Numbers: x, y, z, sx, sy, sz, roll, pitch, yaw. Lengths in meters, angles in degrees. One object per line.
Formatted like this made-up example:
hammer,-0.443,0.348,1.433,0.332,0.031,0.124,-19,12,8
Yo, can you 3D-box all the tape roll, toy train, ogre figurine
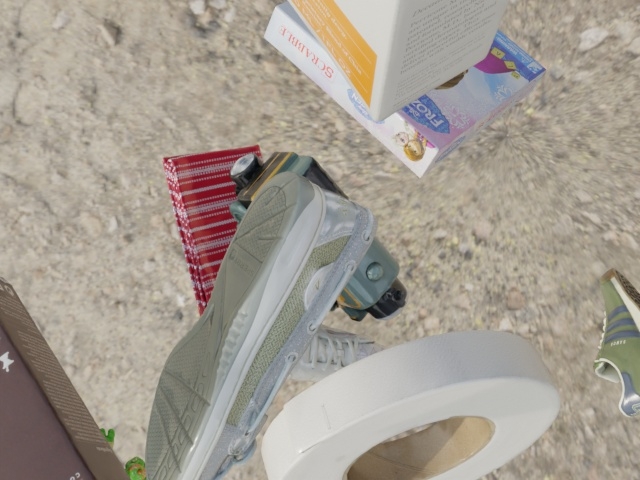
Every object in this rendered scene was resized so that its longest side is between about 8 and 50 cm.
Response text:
tape roll,0.115,0.248,1.084,0.392,0.392,0.072,-30,54,14
toy train,0.000,0.000,1.275,0.142,0.190,0.334,-49,117,-16
ogre figurine,-0.293,0.351,1.226,0.097,0.118,0.197,-30,106,-10

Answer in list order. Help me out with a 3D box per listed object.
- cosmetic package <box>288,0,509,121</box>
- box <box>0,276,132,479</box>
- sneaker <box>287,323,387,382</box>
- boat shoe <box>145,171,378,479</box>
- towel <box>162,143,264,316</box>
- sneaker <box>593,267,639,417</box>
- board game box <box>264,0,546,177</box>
cosmetic package,0.068,-0.317,0.761,0.161,0.453,0.230,-32,76,-9
box,-0.423,0.237,1.094,0.191,0.143,0.381,-38,72,-4
sneaker,0.016,0.170,1.325,0.152,0.305,0.114,-10,69,34
boat shoe,-0.058,0.100,0.736,0.103,0.118,0.320,22,96,-30
towel,-0.141,-0.016,1.375,0.031,0.199,0.274,-16,88,48
sneaker,0.325,0.111,0.911,0.064,0.192,0.086,36,112,-24
board game box,0.136,-0.282,1.274,0.319,0.318,0.066,43,141,11
